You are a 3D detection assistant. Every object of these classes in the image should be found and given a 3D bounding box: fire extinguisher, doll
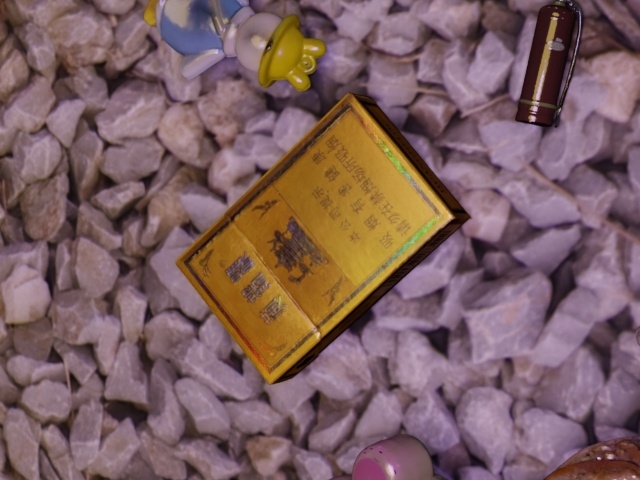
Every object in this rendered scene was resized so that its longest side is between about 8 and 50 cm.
[{"bbox_3d":[0.255,-0.206,1.600,0.064,0.043,0.158,12,96,-9],"label":"fire extinguisher"},{"bbox_3d":[-0.107,-0.252,1.716,0.241,0.099,0.135,27,61,18],"label":"doll"}]

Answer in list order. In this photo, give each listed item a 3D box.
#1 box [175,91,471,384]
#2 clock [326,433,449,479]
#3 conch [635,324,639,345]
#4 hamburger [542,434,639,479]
[{"bbox_3d":[0.000,0.000,1.680,0.301,0.084,0.193,-43,76,17],"label":"box"},{"bbox_3d":[0.075,0.386,1.575,0.284,0.114,0.309,52,133,27],"label":"clock"},{"bbox_3d":[0.477,0.100,1.438,0.297,0.210,0.352,26,76,12],"label":"conch"},{"bbox_3d":[0.320,0.345,1.526,0.243,0.146,0.286,35,96,12],"label":"hamburger"}]
